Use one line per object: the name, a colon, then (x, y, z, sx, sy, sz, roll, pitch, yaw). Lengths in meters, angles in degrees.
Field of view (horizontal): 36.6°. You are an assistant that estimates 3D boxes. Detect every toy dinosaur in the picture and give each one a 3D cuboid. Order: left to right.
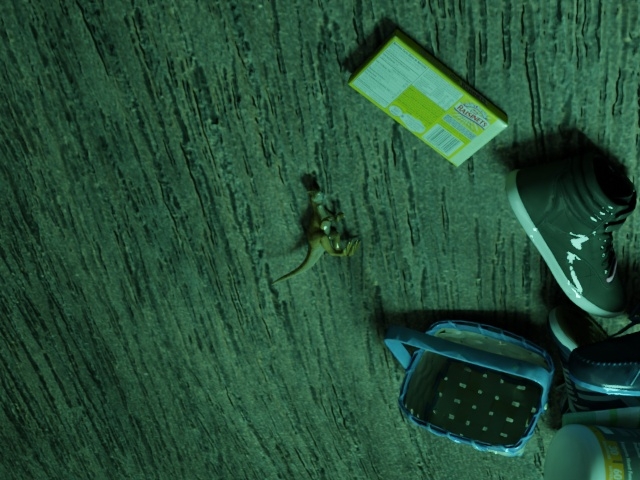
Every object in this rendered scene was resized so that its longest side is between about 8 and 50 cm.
toy dinosaur: (0.000, 0.000, 1.548, 0.112, 0.064, 0.211, 25, 127, 17)

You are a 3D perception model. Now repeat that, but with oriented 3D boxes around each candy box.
candy box: (0.149, -0.193, 1.333, 0.206, 0.027, 0.105, 35, 129, -18)

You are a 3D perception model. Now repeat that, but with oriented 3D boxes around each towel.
towel: (0.567, 0.322, 1.620, 0.325, 0.038, 0.248, -9, 144, 7)

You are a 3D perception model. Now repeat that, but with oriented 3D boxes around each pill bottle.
pill bottle: (0.509, 0.379, 1.524, 0.278, 0.162, 0.162, 7, 136, -14)

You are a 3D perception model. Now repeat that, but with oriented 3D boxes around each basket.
basket: (0.243, 0.226, 1.554, 0.254, 0.201, 0.289, 16, 163, 22)

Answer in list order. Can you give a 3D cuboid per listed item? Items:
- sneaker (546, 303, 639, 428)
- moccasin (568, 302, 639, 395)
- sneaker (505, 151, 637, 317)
sneaker: (0.424, 0.224, 1.601, 0.153, 0.099, 0.282, -31, 121, 34)
moccasin: (0.531, 0.148, 1.460, 0.342, 0.138, 0.117, -7, 112, -17)
sneaker: (0.401, -0.005, 1.384, 0.147, 0.104, 0.296, -22, 119, 38)
